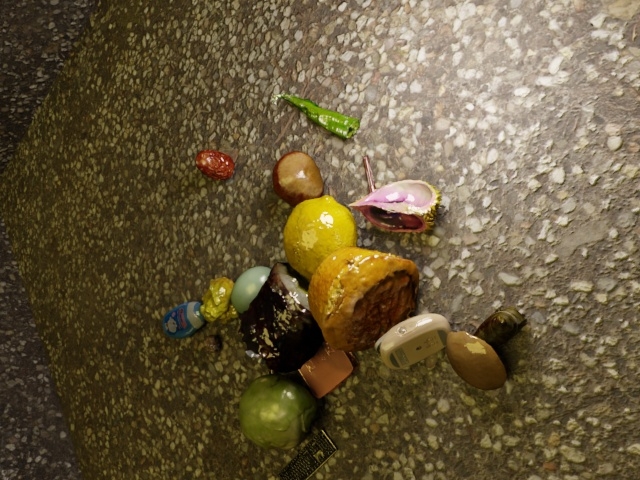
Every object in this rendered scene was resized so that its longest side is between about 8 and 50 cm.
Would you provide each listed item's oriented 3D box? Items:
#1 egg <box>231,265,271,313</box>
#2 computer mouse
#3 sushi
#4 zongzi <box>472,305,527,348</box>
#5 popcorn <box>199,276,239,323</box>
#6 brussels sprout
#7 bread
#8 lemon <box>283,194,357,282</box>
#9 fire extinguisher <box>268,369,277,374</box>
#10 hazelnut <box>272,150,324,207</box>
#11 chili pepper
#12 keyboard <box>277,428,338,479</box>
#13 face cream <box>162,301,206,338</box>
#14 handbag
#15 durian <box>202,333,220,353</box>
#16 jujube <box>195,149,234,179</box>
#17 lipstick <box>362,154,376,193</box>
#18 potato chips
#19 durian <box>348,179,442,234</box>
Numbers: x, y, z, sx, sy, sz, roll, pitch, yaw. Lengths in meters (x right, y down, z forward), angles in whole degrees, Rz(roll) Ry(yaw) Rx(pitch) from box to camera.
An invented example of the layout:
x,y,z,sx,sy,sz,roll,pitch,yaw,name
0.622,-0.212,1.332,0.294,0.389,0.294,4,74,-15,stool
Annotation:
x,y,z,sx,sy,sz,roll,pitch,yaw,name
-0.252,0.197,1.833,0.231,0.168,0.168,-45,67,29,egg
0.285,0.304,1.454,0.237,0.145,0.082,-28,35,5,computer mouse
-0.106,0.273,1.649,0.294,0.281,0.299,-53,37,17,sushi
0.464,0.266,1.317,0.084,0.184,0.187,51,117,24,zongzi
-0.406,0.245,1.957,0.198,0.156,0.197,-34,47,46,popcorn
-0.159,0.621,1.729,0.274,0.242,0.316,19,131,2,brussels sprout
0.135,0.168,1.465,0.204,0.358,0.336,44,110,44,bread
0.000,0.000,1.605,0.254,0.254,0.310,13,102,35,lemon
-0.184,0.561,1.882,0.049,0.035,0.173,147,112,-72,fire extinguisher
-0.093,-0.210,1.705,0.210,0.186,0.210,5,103,20,hazelnut
-0.019,-0.455,1.711,0.359,0.076,0.084,30,81,28,chili pepper
-0.057,0.836,1.799,0.106,0.027,0.317,48,117,24,keyboard
-0.600,0.354,2.137,0.264,0.083,0.149,-26,79,32,face cream
0.026,0.450,1.710,0.212,0.059,0.157,-47,67,25,handbag
-0.469,0.446,2.048,0.091,0.080,0.080,166,99,-78,durian
-0.433,-0.310,1.945,0.109,0.176,0.112,-25,71,29,jujube
0.170,-0.206,1.614,0.027,0.027,0.176,-17,80,35,lipstick
0.431,0.356,1.362,0.195,0.062,0.208,27,139,35,potato chips
0.263,-0.113,1.491,0.261,0.154,0.186,27,84,38,durian
